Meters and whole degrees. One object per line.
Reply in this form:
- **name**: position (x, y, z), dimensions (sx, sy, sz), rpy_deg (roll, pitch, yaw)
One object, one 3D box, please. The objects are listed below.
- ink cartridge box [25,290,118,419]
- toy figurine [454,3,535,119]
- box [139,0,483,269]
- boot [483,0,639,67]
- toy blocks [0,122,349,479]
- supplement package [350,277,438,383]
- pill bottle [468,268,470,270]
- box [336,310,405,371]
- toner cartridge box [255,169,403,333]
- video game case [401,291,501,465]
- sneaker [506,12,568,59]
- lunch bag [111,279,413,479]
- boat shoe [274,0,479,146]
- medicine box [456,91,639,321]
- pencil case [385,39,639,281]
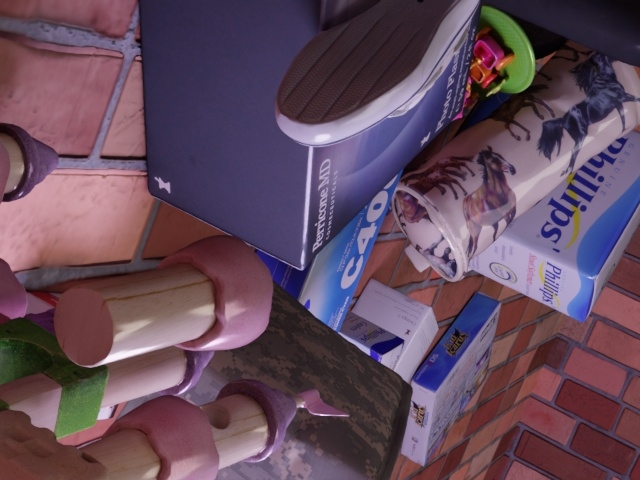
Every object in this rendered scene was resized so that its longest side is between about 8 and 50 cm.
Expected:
- **ink cartridge box**: position (-0.212, 0.100, 0.974), dimensions (0.099, 0.056, 0.135), rpy_deg (-66, 159, 5)
- **toy figurine**: position (0.171, -0.203, 1.495), dimensions (0.159, 0.130, 0.173), rpy_deg (-37, 173, -25)
- **box**: position (0.004, -0.187, 0.982), dimensions (0.294, 0.182, 0.296), rpy_deg (-44, 151, -39)
- **boot**: position (0.327, -0.243, 1.315), dimensions (0.367, 0.445, 0.146), rpy_deg (-41, 160, -41)
- **toy blocks**: position (-0.169, 0.099, 0.750), dimensions (0.260, 0.288, 0.309), rpy_deg (-12, 122, -57)
- **supplement package**: position (0.081, 0.166, 1.666), dimensions (0.179, 0.105, 0.105), rpy_deg (-59, 159, -14)
- **pill bottle**: position (0.257, -0.010, 1.900), dimensions (0.160, 0.087, 0.087), rpy_deg (-31, 142, -55)
- **box**: position (0.018, 0.160, 1.466), dimensions (0.072, 0.137, 0.126), rpy_deg (-19, 131, -60)
- **toner cartridge box**: position (0.000, 0.000, 1.329), dimensions (0.165, 0.075, 0.348), rpy_deg (-8, 121, -64)
- **video game case**: position (0.256, 0.272, 2.256), dimensions (0.269, 0.061, 0.244), rpy_deg (-47, 152, -36)
- **sneaker**: position (0.366, -0.328, 1.758), dimensions (0.319, 0.112, 0.131), rpy_deg (-43, 148, -40)
- **lunch bag**: position (-0.042, 0.157, 1.124), dimensions (0.169, 0.235, 0.287), rpy_deg (-55, 179, 24)
- **boat shoe**: position (0.053, -0.123, 0.814), dimensions (0.226, 0.083, 0.076), rpy_deg (-44, 149, -31)
- **medicine box**: position (0.336, -0.068, 1.735), dimensions (0.263, 0.289, 0.149), rpy_deg (-55, 158, -22)
- **pencil case**: position (0.274, -0.120, 1.580), dimensions (0.410, 0.160, 0.183), rpy_deg (-39, -178, -17)
